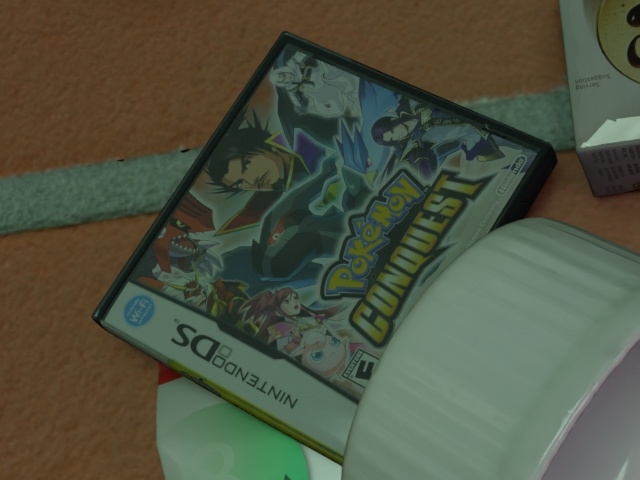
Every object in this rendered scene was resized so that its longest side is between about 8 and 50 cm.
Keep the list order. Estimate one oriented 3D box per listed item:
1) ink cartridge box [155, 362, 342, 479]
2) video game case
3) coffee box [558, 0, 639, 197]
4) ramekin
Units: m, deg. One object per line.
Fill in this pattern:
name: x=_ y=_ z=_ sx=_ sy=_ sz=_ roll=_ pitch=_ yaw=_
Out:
ink cartridge box: x=-0.039 y=0.099 z=1.212 sx=0.181 sy=0.056 sz=0.225 roll=-20 pitch=72 yaw=10
video game case: x=0.000 y=0.000 z=1.203 sx=0.248 sy=0.035 sz=0.275 roll=26 pitch=77 yaw=28
coffee box: x=0.323 y=-0.143 z=1.130 sx=0.297 sy=0.119 sz=0.168 roll=-8 pitch=72 yaw=15
ramekin: x=0.136 y=0.119 z=1.040 sx=0.135 sy=0.277 sz=0.277 roll=30 pitch=86 yaw=29
